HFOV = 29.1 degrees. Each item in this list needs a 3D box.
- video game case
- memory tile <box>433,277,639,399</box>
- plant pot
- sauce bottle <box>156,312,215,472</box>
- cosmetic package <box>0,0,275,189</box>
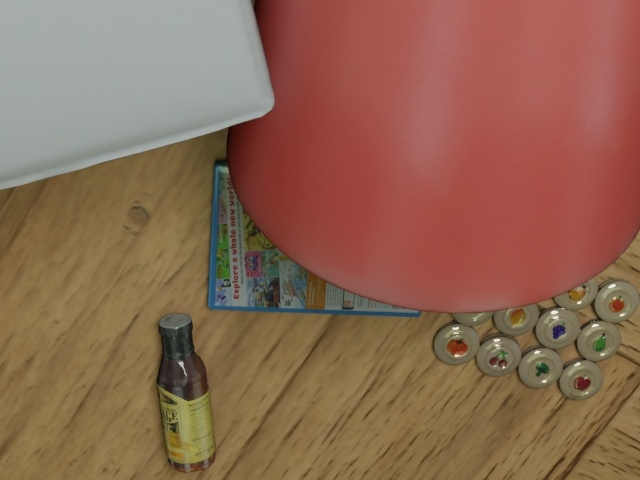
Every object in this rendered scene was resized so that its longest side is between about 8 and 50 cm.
[{"bbox_3d":[0.000,0.000,0.938,0.166,0.015,0.119,2,113,-6],"label":"video game case"},{"bbox_3d":[0.172,0.065,0.979,0.148,0.012,0.113,17,110,-10],"label":"memory tile"},{"bbox_3d":[0.081,-0.132,0.710,0.275,0.274,0.243,-1,140,-4],"label":"plant pot"},{"bbox_3d":[-0.107,0.119,0.967,0.042,0.042,0.128,-6,111,-2],"label":"sauce bottle"},{"bbox_3d":[-0.242,-0.257,0.577,0.328,0.329,0.393,-16,133,-4],"label":"cosmetic package"}]
